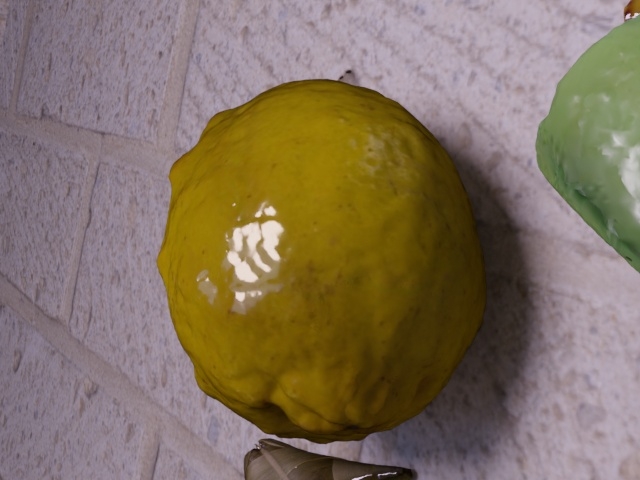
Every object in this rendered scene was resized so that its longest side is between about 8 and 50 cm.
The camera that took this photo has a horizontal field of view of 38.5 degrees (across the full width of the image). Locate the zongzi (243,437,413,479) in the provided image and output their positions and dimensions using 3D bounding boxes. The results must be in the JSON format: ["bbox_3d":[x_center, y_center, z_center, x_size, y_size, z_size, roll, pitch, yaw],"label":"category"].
[{"bbox_3d":[0.000,0.225,0.897,0.176,0.078,0.160,-42,31,11],"label":"zongzi"}]

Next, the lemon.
[{"bbox_3d":[0.002,0.005,0.762,0.285,0.285,0.316,-16,62,53],"label":"lemon"}]

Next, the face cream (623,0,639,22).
[{"bbox_3d":[0.279,-0.162,0.577,0.182,0.051,0.072,-9,79,55],"label":"face cream"}]

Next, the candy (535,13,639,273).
[{"bbox_3d":[0.261,0.000,0.506,0.142,0.132,0.344,-46,46,13],"label":"candy"}]
